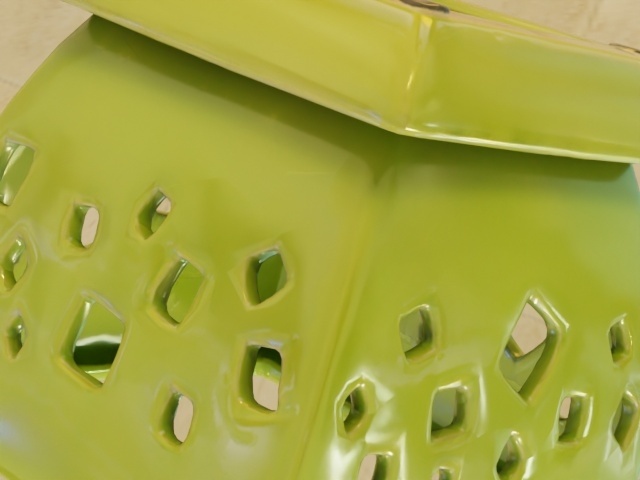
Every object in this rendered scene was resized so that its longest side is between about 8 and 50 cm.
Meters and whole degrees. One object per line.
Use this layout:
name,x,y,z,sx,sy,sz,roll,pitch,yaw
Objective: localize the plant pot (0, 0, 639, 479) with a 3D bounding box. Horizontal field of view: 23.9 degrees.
plant pot,0.000,0.000,0.585,0.227,0.228,0.207,26,106,39
